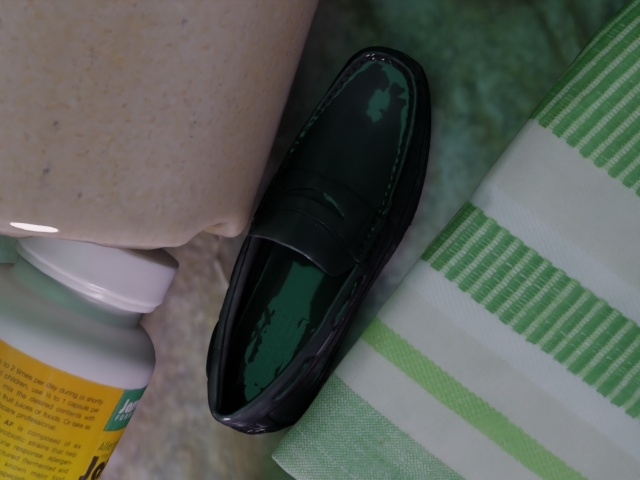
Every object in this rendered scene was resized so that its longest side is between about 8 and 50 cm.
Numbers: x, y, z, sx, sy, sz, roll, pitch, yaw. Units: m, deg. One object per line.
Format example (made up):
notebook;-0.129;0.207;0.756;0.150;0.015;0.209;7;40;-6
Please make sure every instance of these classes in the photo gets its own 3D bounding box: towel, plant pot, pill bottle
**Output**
towel;0.171;0.047;0.512;0.248;0.038;0.325;37;93;10
plant pot;-0.119;-0.168;0.555;0.333;0.334;0.305;15;101;19
pill bottle;-0.164;0.086;0.625;0.117;0.117;0.208;28;93;19

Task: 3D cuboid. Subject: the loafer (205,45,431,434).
loafer;0.000;0.000;0.599;0.076;0.078;0.223;23;92;15
